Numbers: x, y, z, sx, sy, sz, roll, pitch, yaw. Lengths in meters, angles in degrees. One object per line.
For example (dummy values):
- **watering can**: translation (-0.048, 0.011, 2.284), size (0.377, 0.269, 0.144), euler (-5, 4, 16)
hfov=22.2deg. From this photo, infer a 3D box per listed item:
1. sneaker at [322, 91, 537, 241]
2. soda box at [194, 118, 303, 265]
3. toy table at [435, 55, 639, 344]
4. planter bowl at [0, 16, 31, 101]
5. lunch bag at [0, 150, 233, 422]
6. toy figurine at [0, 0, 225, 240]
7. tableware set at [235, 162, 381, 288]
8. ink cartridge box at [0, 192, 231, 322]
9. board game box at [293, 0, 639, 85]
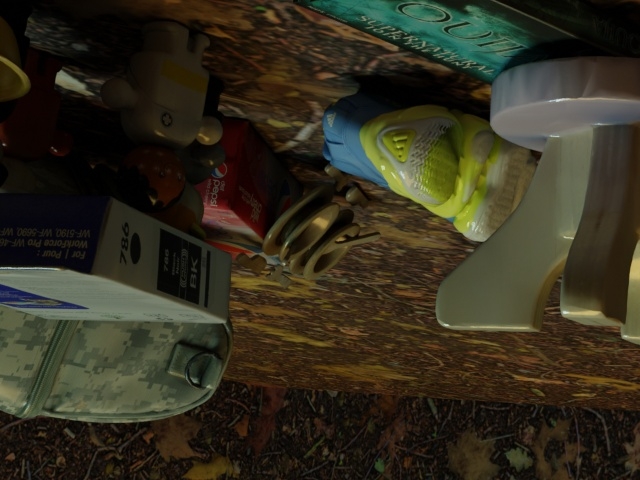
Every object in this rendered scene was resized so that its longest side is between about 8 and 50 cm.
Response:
- **sneaker**: translation (0.081, -0.069, 1.273), size (0.126, 0.091, 0.240), euler (25, 179, 28)
- **soda box**: translation (-0.087, -0.043, 1.515), size (0.092, 0.083, 0.263), euler (7, 170, 12)
- **toy table**: translation (0.204, -0.017, 1.072), size (0.252, 0.160, 0.274), euler (-1, 173, 34)
- **planter bowl**: translation (-0.281, -0.160, 1.019), size (0.217, 0.090, 0.217), euler (10, 170, 2)
- **lunch bag**: translation (-0.229, 0.041, 1.543), size (0.256, 0.212, 0.305), euler (22, -170, -23)
- **toy figurine**: translation (-0.177, -0.078, 1.216), size (0.210, 0.148, 0.213), euler (9, 170, 0)
- **tableware set**: translation (0.000, 0.000, 1.552), size (0.039, 0.128, 0.194), euler (45, -178, 16)
- **ink cartridge box**: translation (-0.189, 0.013, 1.167), size (0.165, 0.065, 0.333), euler (1, 173, 14)
- **board game box**: translation (0.094, -0.135, 0.994), size (0.186, 0.026, 0.126), euler (16, 168, -35)
